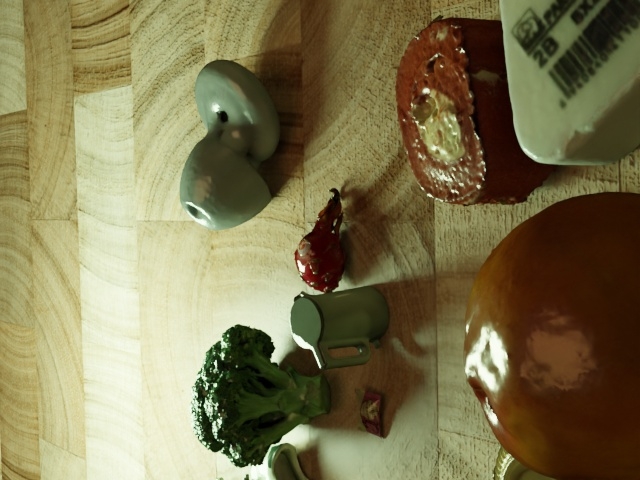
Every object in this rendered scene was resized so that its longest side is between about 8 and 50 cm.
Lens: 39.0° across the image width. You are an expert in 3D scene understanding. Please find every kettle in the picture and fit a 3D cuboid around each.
[{"bbox_3d":[0.031,0.144,1.529,0.098,0.148,0.126,3,95,50],"label":"kettle"}]

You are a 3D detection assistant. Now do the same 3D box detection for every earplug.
[{"bbox_3d":[-0.180,-0.181,1.740,0.214,0.175,0.325,15,104,47],"label":"earplug"}]

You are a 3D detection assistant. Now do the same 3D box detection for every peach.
[{"bbox_3d":[0.311,0.116,1.021,0.343,0.302,0.342,-20,-90,-87],"label":"peach"}]

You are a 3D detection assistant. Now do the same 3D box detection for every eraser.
[{"bbox_3d":[0.349,-0.237,1.114,0.331,0.150,0.331,8,101,51],"label":"eraser"}]

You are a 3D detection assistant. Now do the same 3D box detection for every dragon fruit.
[{"bbox_3d":[0.000,0.000,1.607,0.094,0.094,0.190,4,91,50],"label":"dragon fruit"}]

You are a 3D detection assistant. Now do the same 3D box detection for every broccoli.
[{"bbox_3d":[-0.115,0.285,1.673,0.270,0.270,0.269,-5,88,20],"label":"broccoli"}]

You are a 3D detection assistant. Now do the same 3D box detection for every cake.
[{"bbox_3d":[0.216,-0.181,1.286,0.177,0.151,0.282,-26,72,61],"label":"cake"}]

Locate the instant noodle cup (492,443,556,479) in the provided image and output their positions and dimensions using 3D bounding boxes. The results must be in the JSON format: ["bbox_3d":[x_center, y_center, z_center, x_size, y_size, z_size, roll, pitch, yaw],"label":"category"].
[{"bbox_3d":[0.322,0.340,1.235,0.274,0.091,0.273,7,99,50],"label":"instant noodle cup"}]

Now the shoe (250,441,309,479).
[{"bbox_3d":[-0.057,0.508,1.706,0.110,0.095,0.265,-49,54,40],"label":"shoe"}]

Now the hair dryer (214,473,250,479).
[{"bbox_3d":[-0.167,0.527,1.826,0.206,0.075,0.237,56,148,39],"label":"hair dryer"}]

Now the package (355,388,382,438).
[{"bbox_3d":[0.084,0.301,1.570,0.059,0.029,0.083,9,110,43],"label":"package"}]
